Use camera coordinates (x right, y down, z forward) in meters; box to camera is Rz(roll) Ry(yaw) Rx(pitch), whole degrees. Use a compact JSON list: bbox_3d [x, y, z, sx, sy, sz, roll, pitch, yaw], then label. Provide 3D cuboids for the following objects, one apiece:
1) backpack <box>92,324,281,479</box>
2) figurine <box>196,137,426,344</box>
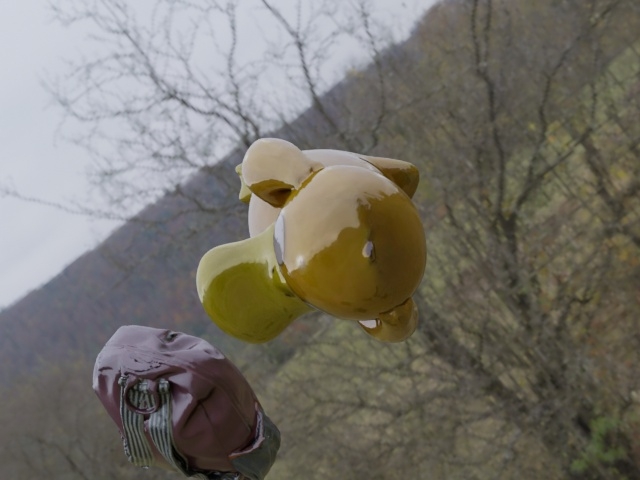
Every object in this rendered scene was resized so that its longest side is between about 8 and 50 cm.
[{"bbox_3d":[-0.222,0.260,1.486,0.317,0.283,0.197,71,-144,-54],"label":"backpack"},{"bbox_3d":[0.005,-0.005,0.822,0.215,0.215,0.228,-39,8,26],"label":"figurine"}]
